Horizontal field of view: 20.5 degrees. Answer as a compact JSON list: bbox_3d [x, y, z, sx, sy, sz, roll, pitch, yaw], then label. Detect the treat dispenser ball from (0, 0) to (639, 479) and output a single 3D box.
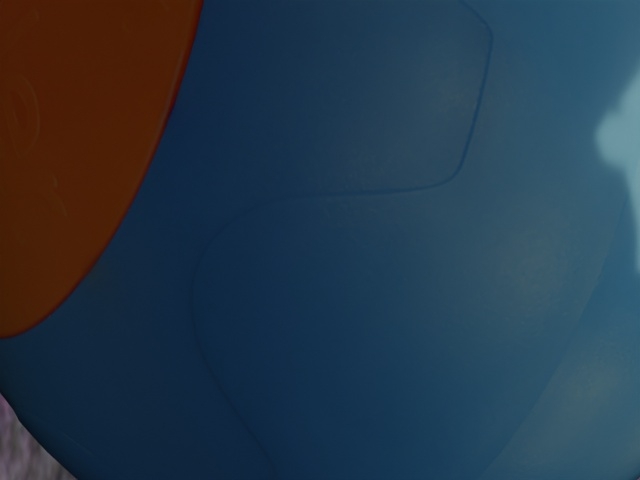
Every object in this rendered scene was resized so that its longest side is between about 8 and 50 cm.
[{"bbox_3d":[0.013,-0.033,0.591,0.288,0.288,0.288,1,90,-78],"label":"treat dispenser ball"}]
